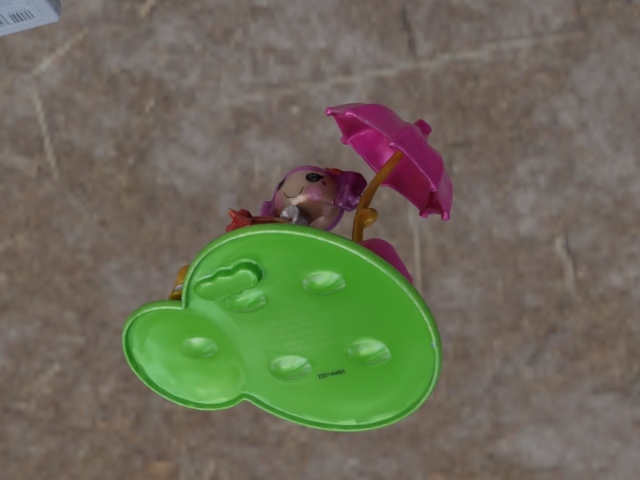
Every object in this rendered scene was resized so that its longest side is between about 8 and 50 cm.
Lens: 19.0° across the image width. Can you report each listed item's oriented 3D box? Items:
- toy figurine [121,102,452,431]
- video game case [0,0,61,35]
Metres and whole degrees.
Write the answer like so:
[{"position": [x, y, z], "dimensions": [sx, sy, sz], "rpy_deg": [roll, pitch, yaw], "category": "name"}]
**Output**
[{"position": [0.000, 0.000, 0.969], "dimensions": [0.173, 0.159, 0.130], "rpy_deg": [-15, 122, 32], "category": "toy figurine"}, {"position": [-0.344, -0.211, 1.517], "dimensions": [0.212, 0.023, 0.193], "rpy_deg": [-12, 148, 18], "category": "video game case"}]
